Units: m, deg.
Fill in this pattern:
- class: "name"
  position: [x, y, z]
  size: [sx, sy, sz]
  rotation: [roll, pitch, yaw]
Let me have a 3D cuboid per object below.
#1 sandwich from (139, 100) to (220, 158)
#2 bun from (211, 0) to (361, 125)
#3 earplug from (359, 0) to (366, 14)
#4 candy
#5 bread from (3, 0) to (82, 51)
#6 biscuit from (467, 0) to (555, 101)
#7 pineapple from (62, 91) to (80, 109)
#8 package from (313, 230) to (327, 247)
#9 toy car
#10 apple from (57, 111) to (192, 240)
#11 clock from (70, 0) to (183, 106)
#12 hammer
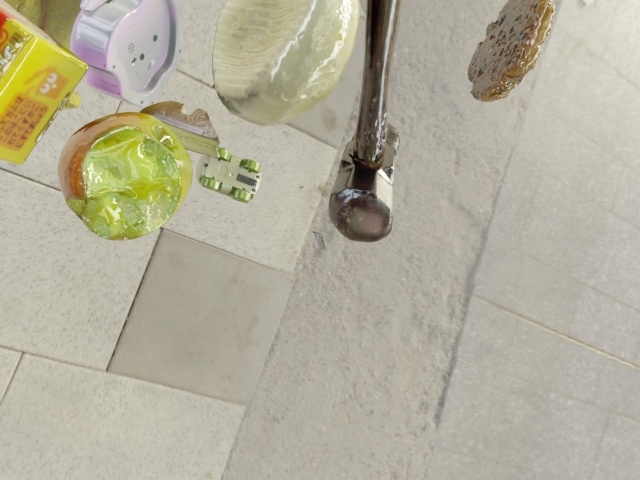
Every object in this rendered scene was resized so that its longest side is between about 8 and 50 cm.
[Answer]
- class: "sandwich"
  position: [-0.347, -0.294, 1.234]
  size: [0.244, 0.090, 0.088]
  rotation: [21, 59, 10]
- class: "bun"
  position: [-0.036, -0.239, 0.593]
  size: [0.127, 0.222, 0.222]
  rotation: [10, 89, -43]
- class: "earplug"
  position: [0.159, -0.741, 1.364]
  size: [0.172, 0.172, 0.301]
  rotation: [-48, 146, -13]
- class: "candy"
  position: [-0.414, -0.223, 0.535]
  size: [0.276, 0.088, 0.146]
  rotation: [39, 94, 11]
- class: "bread"
  position: [-0.781, -0.557, 1.343]
  size: [0.233, 0.362, 0.245]
  rotation: [-31, 119, -43]
- class: "biscuit"
  position: [0.479, -0.484, 1.215]
  size: [0.081, 0.334, 0.289]
  rotation: [18, 103, -8]
- class: "pineapple"
  position: [-0.785, -0.425, 1.342]
  size: [0.135, 0.233, 0.079]
  rotation: [2, 81, -3]
- class: "package"
  position: [0.000, 0.000, 1.515]
  size: [0.037, 0.110, 0.015]
  rotation: [23, 71, 17]
- class: "toy car"
  position: [-0.337, -0.225, 1.720]
  size: [0.235, 0.235, 0.145]
  rotation: [20, 83, -22]
- class: "apple"
  position: [-0.380, -0.133, 0.963]
  size: [0.226, 0.246, 0.246]
  rotation: [-27, 104, 10]
- class: "clock"
  position: [-0.474, -0.517, 1.227]
  size: [0.102, 0.338, 0.338]
  rotation: [23, 83, 5]
- class: "hammer"
  position: [0.072, -0.217, 0.665]
  size: [0.095, 0.242, 0.409]
  rotation: [6, 130, 8]
